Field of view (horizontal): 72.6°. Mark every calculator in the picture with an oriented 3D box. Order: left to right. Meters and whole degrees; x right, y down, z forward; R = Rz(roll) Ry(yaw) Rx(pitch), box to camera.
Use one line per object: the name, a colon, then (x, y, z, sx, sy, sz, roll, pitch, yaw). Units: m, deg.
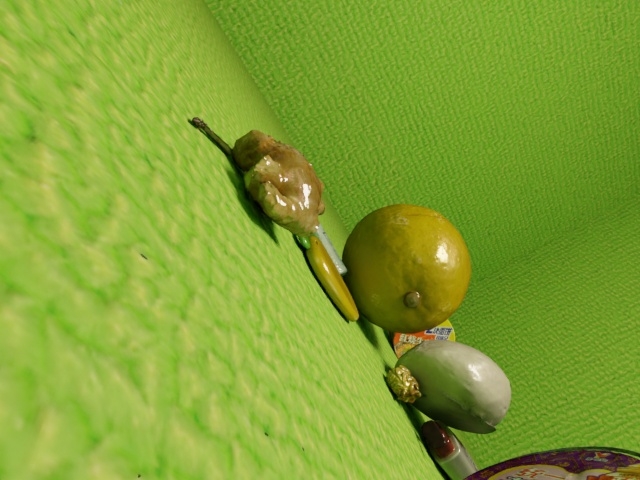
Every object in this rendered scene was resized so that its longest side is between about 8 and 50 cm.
calculator: (0.016, 0.067, 0.886, 0.234, 0.032, 0.146, 59, 6, -24)

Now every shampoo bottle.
shampoo bottle: (0.000, 0.000, 1.021, 0.190, 0.041, 0.069, 61, 12, 10)
shampoo bottle: (0.289, 0.481, 0.987, 0.284, 0.071, 0.153, 52, 7, -36)

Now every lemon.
lemon: (0.213, 0.070, 1.107, 0.348, 0.348, 0.348, 59, 7, -11)

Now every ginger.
ginger: (-0.066, -0.098, 0.696, 0.157, 0.102, 0.216, 21, 35, -40)

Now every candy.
candy: (0.314, 0.336, 1.046, 0.296, 0.185, 0.295, 23, -28, 13)

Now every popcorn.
popcorn: (0.177, 0.310, 0.937, 0.082, 0.057, 0.083, 58, 9, -6)

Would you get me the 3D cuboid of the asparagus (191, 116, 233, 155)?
asparagus: (-0.154, -0.150, 0.623, 0.015, 0.014, 0.114, 44, 1, 21)

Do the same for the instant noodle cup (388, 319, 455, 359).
instant noodle cup: (0.333, 0.325, 1.509, 0.213, 0.213, 0.174, 59, -3, -8)

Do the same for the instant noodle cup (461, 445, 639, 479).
instant noodle cup: (0.378, 0.499, 0.645, 0.340, 0.340, 0.265, 40, 33, -72)
